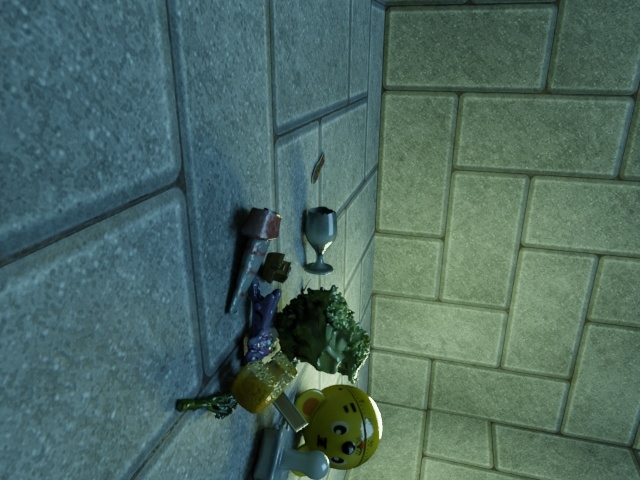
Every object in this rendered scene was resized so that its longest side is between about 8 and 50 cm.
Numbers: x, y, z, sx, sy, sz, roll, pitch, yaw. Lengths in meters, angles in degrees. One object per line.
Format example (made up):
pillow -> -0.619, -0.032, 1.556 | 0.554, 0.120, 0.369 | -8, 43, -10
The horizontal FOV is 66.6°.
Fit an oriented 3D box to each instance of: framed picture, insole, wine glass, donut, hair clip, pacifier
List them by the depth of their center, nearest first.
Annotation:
donut -> -0.165, 0.393, 1.316 | 0.152, 0.101, 0.259 | -52, 165, 8
hair clip -> -0.167, 0.247, 1.348 | 0.137, 0.090, 0.279 | -7, 103, -69
framed picture -> -0.117, 0.526, 1.555 | 0.011, 0.183, 0.142 | -42, 164, 3
pacifier -> -0.085, 0.706, 1.562 | 0.244, 0.232, 0.300 | 74, 26, -62
wine glass -> 0.000, 0.000, 1.827 | 0.126, 0.126, 0.242 | -49, 144, -66
insole -> -0.007, -0.283, 1.911 | 0.193, 0.006, 0.065 | -67, 158, -47

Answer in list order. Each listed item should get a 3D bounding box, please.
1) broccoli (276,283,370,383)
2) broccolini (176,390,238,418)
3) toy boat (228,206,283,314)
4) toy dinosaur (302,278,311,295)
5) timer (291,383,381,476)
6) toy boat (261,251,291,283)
broccoli -> 0.002, 0.339, 1.576 | 0.348, 0.293, 0.281 | 57, 2, -8
broccolini -> -0.269, 0.385, 1.125 | 0.067, 0.058, 0.216 | 58, 10, 21
toy boat -> -0.179, 0.057, 1.271 | 0.206, 0.096, 0.283 | 106, 0, -86
toy dinosaur -> -0.062, 0.253, 1.871 | 0.108, 0.032, 0.220 | 54, 46, -73
timer -> 0.055, 0.783, 2.023 | 0.386, 0.376, 0.377 | 1, 96, -32
toy boat -> -0.123, 0.080, 1.382 | 0.200, 0.077, 0.057 | 117, -10, -68
